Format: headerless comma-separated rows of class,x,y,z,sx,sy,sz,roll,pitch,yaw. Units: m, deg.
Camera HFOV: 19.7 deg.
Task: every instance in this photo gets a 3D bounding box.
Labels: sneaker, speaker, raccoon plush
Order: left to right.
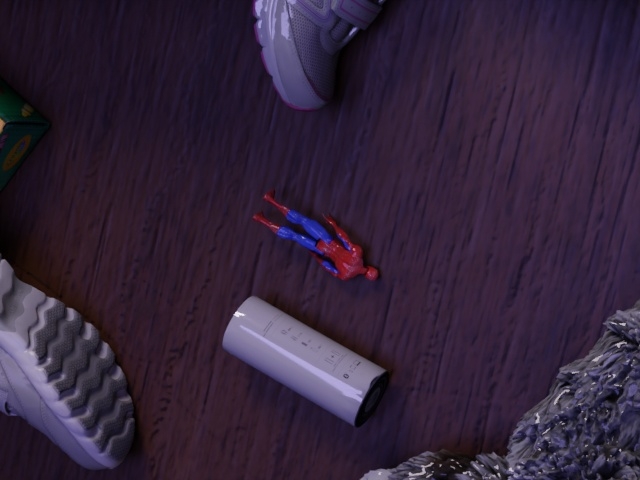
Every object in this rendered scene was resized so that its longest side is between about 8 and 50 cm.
sneaker,-0.278,0.098,1.610,0.281,0.105,0.115,47,120,-4
speaker,-0.013,0.100,1.543,0.136,0.055,0.055,28,103,17
sneaker,0.023,-0.224,1.484,0.111,0.103,0.252,14,99,21
raccoon plush,0.204,0.085,1.391,0.446,0.216,0.299,-3,84,21

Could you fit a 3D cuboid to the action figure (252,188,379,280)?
action figure,0.000,0.000,1.546,0.115,0.030,0.038,34,110,11

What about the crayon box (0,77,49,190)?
crayon box,-0.393,-0.054,1.665,0.165,0.081,0.278,43,107,13
